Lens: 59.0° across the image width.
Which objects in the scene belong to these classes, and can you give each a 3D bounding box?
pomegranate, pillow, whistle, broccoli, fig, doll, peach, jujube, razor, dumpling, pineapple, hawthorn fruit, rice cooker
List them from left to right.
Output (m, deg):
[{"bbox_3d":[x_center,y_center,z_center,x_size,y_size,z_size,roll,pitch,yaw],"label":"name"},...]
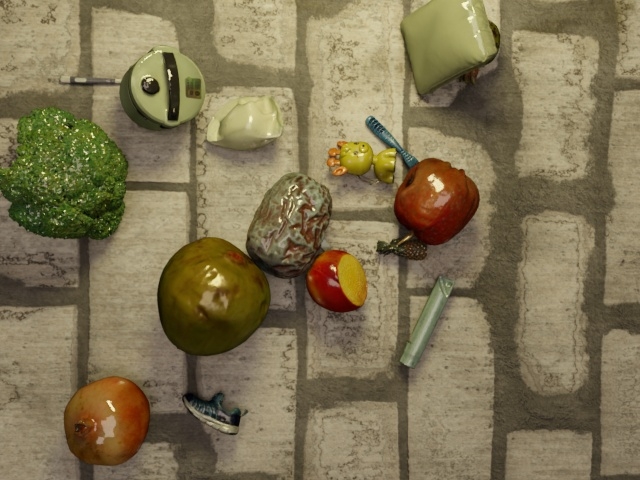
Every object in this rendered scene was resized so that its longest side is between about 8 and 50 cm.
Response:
[{"bbox_3d":[-0.722,-0.177,1.613,0.310,0.321,0.413,-25,110,5],"label":"broccoli"},{"bbox_3d":[-0.627,0.526,1.644,0.229,0.270,0.251,-4,85,4],"label":"pomegranate"},{"bbox_3d":[-0.454,-0.433,1.634,0.226,0.244,0.225,-2,94,-27],"label":"rice cooker"},{"bbox_3d":[-0.320,0.176,1.645,0.344,0.343,0.342,0,91,-5],"label":"fig"},{"bbox_3d":[-0.230,-0.369,1.741,0.252,0.131,0.179,-8,72,16],"label":"dumpling"},{"bbox_3d":[-0.088,-0.048,1.697,0.226,0.226,0.316,28,77,-5],"label":"jujube"},{"bbox_3d":[0.055,0.126,1.729,0.193,0.190,0.190,20,90,17],"label":"peach"},{"bbox_3d":[0.130,-0.250,1.768,0.221,0.135,0.142,6,59,1],"label":"doll"},{"bbox_3d":[0.240,-0.303,1.806,0.082,0.042,0.253,-45,93,-1],"label":"razor"},{"bbox_3d":[0.257,0.027,1.803,0.160,0.074,0.074,5,91,-2],"label":"pineapple"},{"bbox_3d":[0.343,0.262,1.818,0.062,0.062,0.312,26,90,-5],"label":"whistle"},{"bbox_3d":[0.352,-0.118,1.725,0.259,0.258,0.261,4,110,-5],"label":"hawthorn fruit"},{"bbox_3d":[0.369,-0.595,1.676,0.120,0.322,0.255,-18,93,-26],"label":"pillow"},{"bbox_3d":[0.482,-0.593,1.768,0.160,0.159,0.204,1,122,-5],"label":"pomegranate"}]

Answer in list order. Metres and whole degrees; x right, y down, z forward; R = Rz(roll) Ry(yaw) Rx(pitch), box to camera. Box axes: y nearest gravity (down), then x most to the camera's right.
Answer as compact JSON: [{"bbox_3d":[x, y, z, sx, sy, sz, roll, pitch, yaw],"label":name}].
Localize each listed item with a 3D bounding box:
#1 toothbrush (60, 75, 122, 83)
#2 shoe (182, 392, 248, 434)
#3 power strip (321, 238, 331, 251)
[{"bbox_3d":[-0.652,-0.490,1.738,0.288,0.026,0.024,1,88,-4],"label":"toothbrush"},{"bbox_3d":[-0.334,0.526,1.767,0.207,0.091,0.106,25,67,-1],"label":"shoe"},{"bbox_3d":[0.000,0.000,1.806,0.027,0.017,0.083,-43,95,-3],"label":"power strip"}]
